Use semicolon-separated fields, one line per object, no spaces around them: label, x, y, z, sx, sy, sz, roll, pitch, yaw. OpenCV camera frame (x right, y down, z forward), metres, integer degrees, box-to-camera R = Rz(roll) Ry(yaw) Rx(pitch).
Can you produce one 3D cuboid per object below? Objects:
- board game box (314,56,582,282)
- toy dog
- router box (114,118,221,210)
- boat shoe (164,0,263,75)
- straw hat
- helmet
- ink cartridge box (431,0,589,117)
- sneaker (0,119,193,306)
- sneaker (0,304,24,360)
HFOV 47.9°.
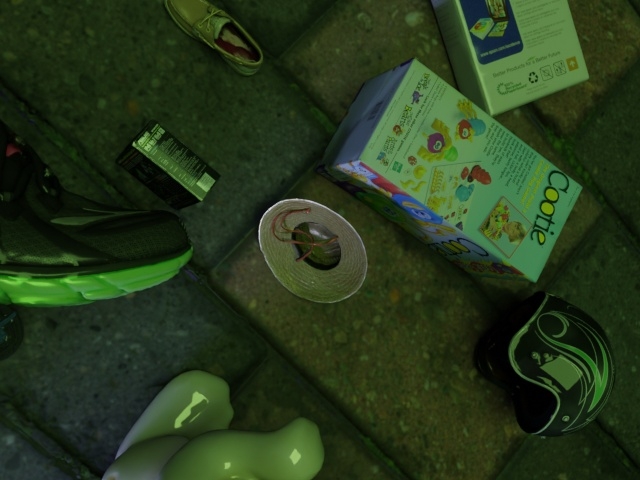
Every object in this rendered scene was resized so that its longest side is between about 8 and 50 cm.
board game box;0.158;-0.078;0.903;0.275;0.142;0.144;33;79;-18
toy dog;-0.107;0.332;0.664;0.395;0.408;0.284;-34;102;-18
router box;-0.169;-0.079;0.788;0.092;0.122;0.038;40;73;-18
boat shoe;-0.120;-0.250;0.846;0.135;0.045;0.050;35;78;-18
straw hat;0.000;0.000;0.883;0.144;0.145;0.061;56;33;-13
helmet;0.305;0.168;0.954;0.169;0.169;0.161;-43;88;-15
ink cartridge box;0.229;-0.363;0.970;0.176;0.069;0.370;-22;101;-19
sneaker;-0.348;-0.057;0.688;0.483;0.185;0.202;15;89;-22
sneaker;-0.409;0.078;0.726;0.211;0.081;0.080;17;83;-38
